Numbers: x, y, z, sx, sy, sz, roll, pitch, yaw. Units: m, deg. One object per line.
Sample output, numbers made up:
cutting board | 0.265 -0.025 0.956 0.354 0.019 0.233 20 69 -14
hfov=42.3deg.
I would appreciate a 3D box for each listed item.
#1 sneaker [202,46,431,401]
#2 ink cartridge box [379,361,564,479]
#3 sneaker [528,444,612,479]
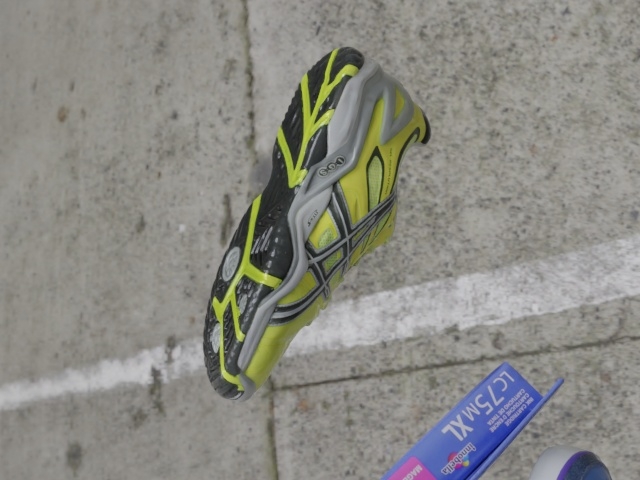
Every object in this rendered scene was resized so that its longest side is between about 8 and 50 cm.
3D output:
sneaker | 0.000 0.000 0.863 0.385 0.147 0.145 -64 26 3
ink cartridge box | 0.111 0.228 0.802 0.065 0.186 0.311 46 155 15
sneaker | 0.276 0.319 0.615 0.236 0.130 0.323 -12 66 43
